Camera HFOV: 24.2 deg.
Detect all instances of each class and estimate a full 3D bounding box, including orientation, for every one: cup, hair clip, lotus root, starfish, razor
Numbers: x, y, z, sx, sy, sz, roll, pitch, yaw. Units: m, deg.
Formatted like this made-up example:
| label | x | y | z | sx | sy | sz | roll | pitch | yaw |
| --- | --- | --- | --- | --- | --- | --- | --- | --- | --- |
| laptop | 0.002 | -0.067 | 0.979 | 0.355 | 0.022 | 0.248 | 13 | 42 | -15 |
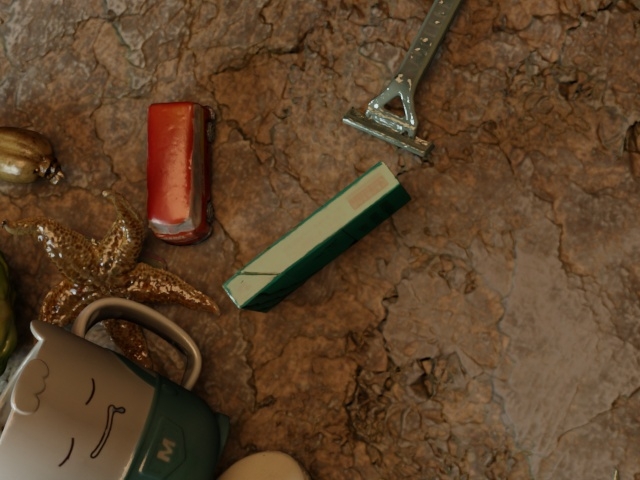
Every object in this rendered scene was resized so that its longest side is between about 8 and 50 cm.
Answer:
| label | x | y | z | sx | sy | sz | roll | pitch | yaw |
| --- | --- | --- | --- | --- | --- | --- | --- | --- | --- |
| cup | -0.244 | 0.207 | 1.690 | 0.257 | 0.219 | 0.290 | 26 | 61 | -14 |
| hair clip | -0.257 | 0.028 | 1.831 | 0.137 | 0.022 | 0.054 | 18 | 86 | 5 |
| lotus root | -0.378 | -0.104 | 1.858 | 0.152 | 0.063 | 0.072 | 19 | 59 | 20 |
| starfish | -0.260 | 0.056 | 1.777 | 0.277 | 0.062 | 0.236 | 22 | 104 | -14 |
| razor | 0.133 | -0.245 | 1.776 | 0.111 | 0.056 | 0.278 | 25 | 87 | 16 |

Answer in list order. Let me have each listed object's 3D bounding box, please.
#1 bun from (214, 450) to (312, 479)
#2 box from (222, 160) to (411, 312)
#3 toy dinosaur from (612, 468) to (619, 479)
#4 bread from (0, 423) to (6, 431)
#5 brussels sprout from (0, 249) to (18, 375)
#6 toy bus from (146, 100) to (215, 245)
| label | x | y | z | sx | sy | sz | roll | pitch | yaw |
| --- | --- | --- | --- | --- | --- | --- | --- | --- | --- |
| bun | -0.062 | 0.317 | 1.715 | 0.138 | 0.094 | 0.138 | -17 | 44 | 17 |
| box | 0.000 | 0.000 | 1.712 | 0.226 | 0.161 | 0.042 | -38 | 80 | 3 |
| toy dinosaur | 0.359 | 0.357 | 1.648 | 0.106 | 0.044 | 0.187 | 13 | 71 | 0 |
| bread | -0.395 | 0.273 | 1.796 | 0.106 | 0.082 | 0.125 | -4 | 90 | 21 |
| brussels sprout | -0.445 | 0.085 | 1.779 | 0.223 | 0.161 | 0.223 | -16 | 66 | 40 |
| toy bus | -0.173 | -0.084 | 1.804 | 0.079 | 0.077 | 0.174 | -2 | 81 | 12 |
